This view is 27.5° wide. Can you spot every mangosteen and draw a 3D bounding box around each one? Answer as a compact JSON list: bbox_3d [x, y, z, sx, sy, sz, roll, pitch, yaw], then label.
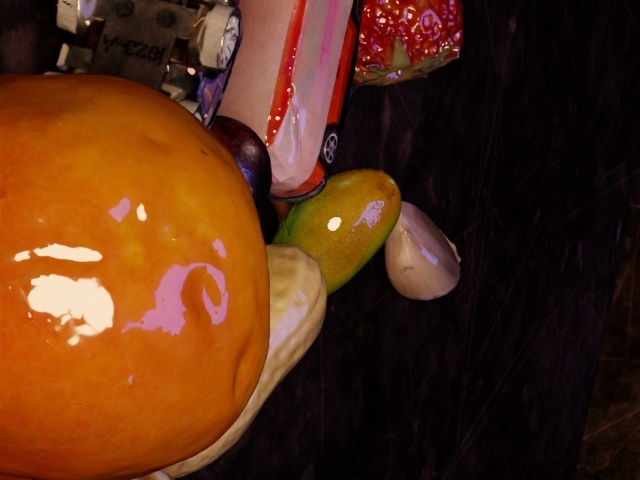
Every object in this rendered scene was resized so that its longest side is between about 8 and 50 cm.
[{"bbox_3d":[-0.127,-0.068,1.377,0.152,0.152,0.152,-26,120,-60],"label":"mangosteen"}]

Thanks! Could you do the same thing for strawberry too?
[{"bbox_3d":[0.080,-0.329,1.723,0.205,0.205,0.244,6,69,-64],"label":"strawberry"}]

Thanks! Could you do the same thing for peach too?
[{"bbox_3d":[-0.213,0.033,0.998,0.301,0.343,0.343,-9,108,-28],"label":"peach"}]

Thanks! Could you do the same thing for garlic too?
[{"bbox_3d":[0.143,0.007,2.007,0.128,0.148,0.266,-40,150,-3],"label":"garlic"}]

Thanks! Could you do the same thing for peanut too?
[{"bbox_3d":[-0.106,0.134,1.460,0.319,0.147,0.147,-54,143,-29],"label":"peanut"}]

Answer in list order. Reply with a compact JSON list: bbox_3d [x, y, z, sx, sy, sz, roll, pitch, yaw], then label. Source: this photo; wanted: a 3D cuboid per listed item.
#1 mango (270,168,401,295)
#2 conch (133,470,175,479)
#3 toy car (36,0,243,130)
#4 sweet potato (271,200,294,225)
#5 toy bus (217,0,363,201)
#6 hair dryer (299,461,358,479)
[{"bbox_3d":[0.000,0.000,1.598,0.233,0.111,0.125,-36,125,1],"label":"mango"},{"bbox_3d":[-0.210,0.302,1.282,0.148,0.183,0.275,38,39,-17],"label":"conch"},{"bbox_3d":[-0.166,-0.150,1.248,0.158,0.172,0.235,56,50,-74],"label":"toy car"},{"bbox_3d":[-0.024,0.039,1.704,0.078,0.058,0.255,-28,125,-41],"label":"sweet potato"},{"bbox_3d":[-0.040,-0.204,1.529,0.147,0.127,0.303,27,74,-58],"label":"toy bus"},{"bbox_3d":[0.010,0.379,1.864,0.248,0.078,0.196,-46,136,-66],"label":"hair dryer"}]
